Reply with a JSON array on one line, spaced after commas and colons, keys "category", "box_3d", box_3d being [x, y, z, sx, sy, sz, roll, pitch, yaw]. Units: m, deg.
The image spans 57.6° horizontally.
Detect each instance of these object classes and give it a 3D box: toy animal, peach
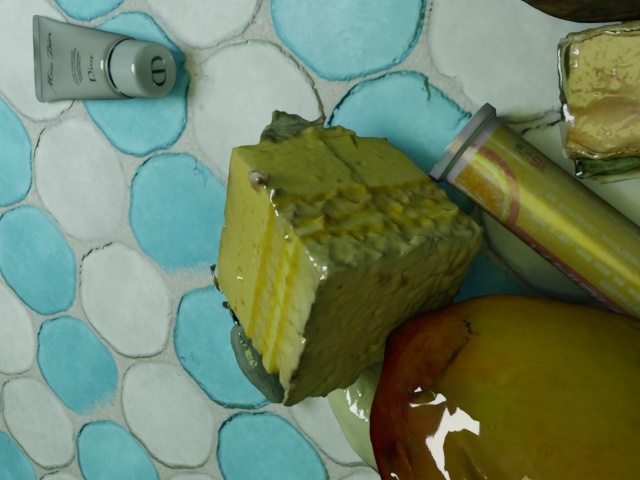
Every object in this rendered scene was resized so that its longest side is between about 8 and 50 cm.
[{"category": "toy animal", "box_3d": [-0.106, 0.136, 0.905, 0.070, 0.079, 0.253, -13, 97, 35]}, {"category": "peach", "box_3d": [0.222, 0.200, 0.563, 0.373, 0.372, 0.290, 48, 144, 6]}]

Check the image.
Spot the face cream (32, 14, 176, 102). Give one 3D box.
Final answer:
[{"category": "face cream", "box_3d": [-0.359, -0.277, 0.918, 0.314, 0.089, 0.143, 15, 111, 33]}]

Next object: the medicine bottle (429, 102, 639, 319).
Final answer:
[{"category": "medicine bottle", "box_3d": [0.319, 0.017, 0.645, 0.426, 0.108, 0.108, 40, 118, 10]}]

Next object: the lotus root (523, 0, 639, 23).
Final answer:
[{"category": "lotus root", "box_3d": [0.273, -0.311, 0.528, 0.272, 0.192, 0.272, -13, 70, 40]}]

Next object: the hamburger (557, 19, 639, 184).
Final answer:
[{"category": "hamburger", "box_3d": [0.342, -0.139, 0.553, 0.207, 0.135, 0.156, -3, 105, 35]}]

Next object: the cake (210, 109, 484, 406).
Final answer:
[{"category": "cake", "box_3d": [0.000, 0.000, 0.698, 0.286, 0.222, 0.228, 52, 139, 36]}]

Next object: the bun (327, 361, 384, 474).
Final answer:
[{"category": "bun", "box_3d": [0.109, 0.214, 0.762, 0.222, 0.222, 0.127, 44, 103, 9]}]
